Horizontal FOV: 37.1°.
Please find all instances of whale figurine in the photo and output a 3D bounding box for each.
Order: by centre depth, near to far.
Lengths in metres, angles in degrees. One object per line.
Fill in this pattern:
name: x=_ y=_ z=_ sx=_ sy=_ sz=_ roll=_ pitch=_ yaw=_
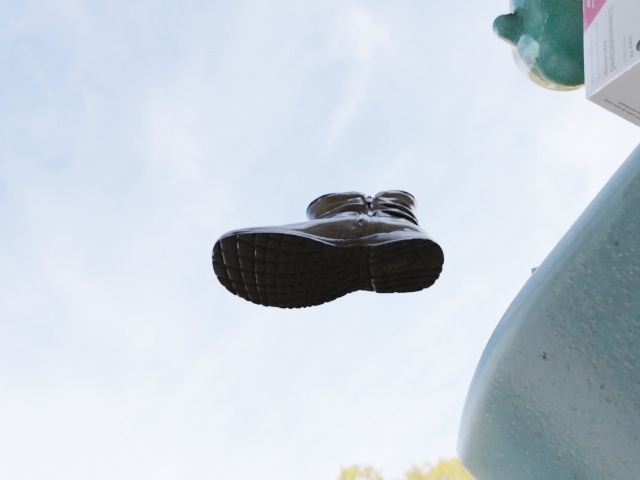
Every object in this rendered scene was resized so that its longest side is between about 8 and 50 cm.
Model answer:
whale figurine: x=0.363 y=-0.366 z=1.456 sx=0.216 sy=0.272 sz=0.141 roll=-22 pitch=-4 yaw=-15

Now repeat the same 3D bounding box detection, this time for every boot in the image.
boot: x=0.000 y=0.000 z=1.413 sx=0.338 sy=0.223 sz=0.118 roll=3 pitch=-66 yaw=-13

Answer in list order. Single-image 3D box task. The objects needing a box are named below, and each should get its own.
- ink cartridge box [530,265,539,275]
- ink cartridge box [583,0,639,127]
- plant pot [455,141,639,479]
ink cartridge box: x=0.356 y=0.055 z=1.083 sx=0.212 sy=0.093 sz=0.154 roll=-11 pitch=-5 yaw=16
ink cartridge box: x=0.359 y=-0.234 z=0.870 sx=0.100 sy=0.172 sz=0.237 roll=21 pitch=-32 yaw=-24
plant pot: x=0.233 y=0.091 z=0.605 sx=0.252 sy=0.248 sz=0.247 roll=-50 pitch=-14 yaw=27
